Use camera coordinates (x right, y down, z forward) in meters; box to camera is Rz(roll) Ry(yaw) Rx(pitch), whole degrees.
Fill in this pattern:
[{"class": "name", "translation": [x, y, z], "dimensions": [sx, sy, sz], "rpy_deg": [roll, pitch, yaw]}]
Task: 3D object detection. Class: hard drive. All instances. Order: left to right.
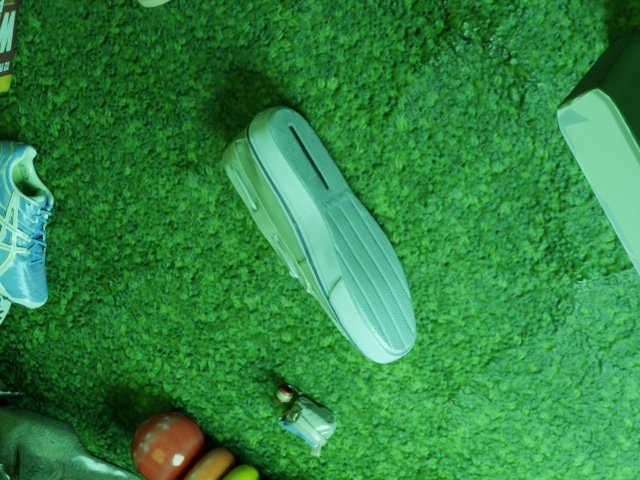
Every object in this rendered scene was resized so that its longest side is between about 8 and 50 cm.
[{"class": "hard drive", "translation": [0.297, -0.051, 1.041], "dimensions": [0.047, 0.353, 0.233], "rpy_deg": [-28, 95, 25]}]

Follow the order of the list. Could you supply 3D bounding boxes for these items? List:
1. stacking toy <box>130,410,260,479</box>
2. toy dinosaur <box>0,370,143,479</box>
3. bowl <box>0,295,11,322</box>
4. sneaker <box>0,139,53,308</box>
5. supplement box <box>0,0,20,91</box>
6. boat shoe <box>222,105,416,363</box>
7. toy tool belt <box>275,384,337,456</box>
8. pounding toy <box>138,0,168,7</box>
[{"class": "stacking toy", "translation": [-0.086, 0.320, 1.434], "dimensions": [0.330, 0.141, 0.141], "rpy_deg": [40, 115, 11]}, {"class": "toy dinosaur", "translation": [-0.342, 0.254, 1.465], "dimensions": [0.314, 0.121, 0.160], "rpy_deg": [28, 147, 35]}, {"class": "bowl", "translation": [-0.459, 0.046, 1.455], "dimensions": [0.170, 0.080, 0.170], "rpy_deg": [0, 74, 1]}, {"class": "sneaker", "translation": [-0.360, -0.019, 1.444], "dimensions": [0.081, 0.080, 0.211], "rpy_deg": [-7, 105, 24]}, {"class": "supplement box", "translation": [-0.457, -0.274, 1.373], "dimensions": [0.194, 0.129, 0.191], "rpy_deg": [19, 111, 14]}, {"class": "boat shoe", "translation": [0.000, 0.000, 1.319], "dimensions": [0.094, 0.109, 0.302], "rpy_deg": [-31, 85, 41]}, {"class": "toy tool belt", "translation": [-0.025, 0.210, 1.409], "dimensions": [0.083, 0.052, 0.051], "rpy_deg": [34, 106, 8]}, {"class": "pounding toy", "translation": [-0.171, -0.383, 1.219], "dimensions": [0.154, 0.155, 0.269], "rpy_deg": [-17, 100, 28]}]
